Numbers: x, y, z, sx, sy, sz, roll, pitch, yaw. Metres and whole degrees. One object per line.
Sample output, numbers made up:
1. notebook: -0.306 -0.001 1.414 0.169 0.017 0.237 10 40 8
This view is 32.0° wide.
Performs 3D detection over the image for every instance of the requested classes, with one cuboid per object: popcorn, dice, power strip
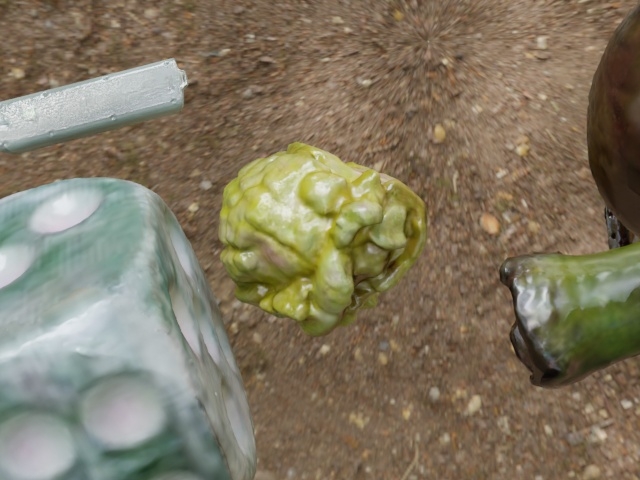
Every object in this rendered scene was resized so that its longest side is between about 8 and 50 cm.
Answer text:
1. popcorn: 0.000 0.000 1.271 0.259 0.259 0.212 22 102 1
2. dice: -0.268 0.158 1.170 0.328 0.348 0.330 -20 123 2
3. power strip: -0.270 -0.147 1.253 0.253 0.027 0.060 -14 79 1

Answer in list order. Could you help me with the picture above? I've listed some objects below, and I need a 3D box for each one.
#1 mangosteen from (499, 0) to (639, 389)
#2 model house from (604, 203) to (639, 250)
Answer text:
1. mangosteen: 0.197 -0.015 0.400 0.289 0.231 0.231 -34 96 -10
2. model house: 0.551 -0.036 1.540 0.283 0.297 0.317 0 70 26
